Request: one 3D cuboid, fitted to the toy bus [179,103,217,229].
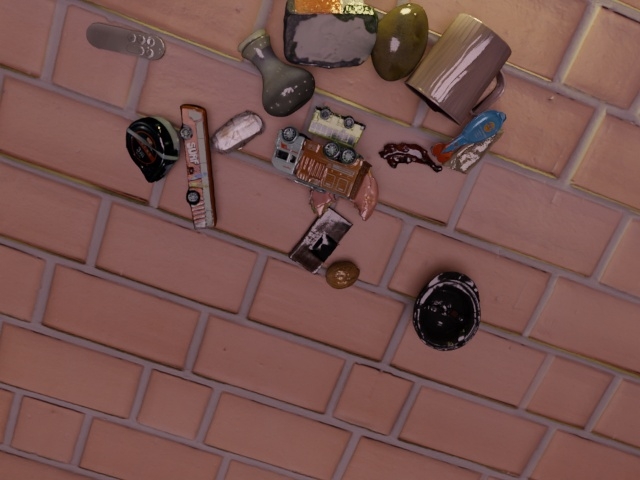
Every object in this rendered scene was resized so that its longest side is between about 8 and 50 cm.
[{"bbox_3d":[-0.405,-0.241,1.871,0.092,0.093,0.409,-4,109,-7],"label":"toy bus"}]

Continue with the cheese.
[{"bbox_3d":[0.472,-0.333,1.805,0.256,0.037,0.106,-30,131,15],"label":"cheese"}]

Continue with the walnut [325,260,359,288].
[{"bbox_3d":[0.078,0.119,1.983,0.124,0.105,0.105,-13,108,-12],"label":"walnut"}]

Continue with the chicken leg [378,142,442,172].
[{"bbox_3d":[0.300,-0.278,1.883,0.218,0.048,0.090,5,111,-2],"label":"chicken leg"}]

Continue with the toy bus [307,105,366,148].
[{"bbox_3d":[0.052,-0.365,1.835,0.174,0.088,0.101,20,108,-4],"label":"toy bus"}]

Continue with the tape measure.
[{"bbox_3d":[-0.536,-0.306,1.823,0.181,0.107,0.182,-33,92,35],"label":"tape measure"}]

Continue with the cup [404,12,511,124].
[{"bbox_3d":[0.442,-0.498,1.732,0.288,0.208,0.273,34,103,-9],"label":"cup"}]

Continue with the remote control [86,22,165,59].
[{"bbox_3d":[-0.611,-0.625,1.784,0.244,0.022,0.077,12,105,-4],"label":"remote control"}]

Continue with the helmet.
[{"bbox_3d":[0.432,0.238,1.989,0.230,0.160,0.279,10,94,-1],"label":"helmet"}]

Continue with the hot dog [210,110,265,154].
[{"bbox_3d":[-0.274,-0.350,1.854,0.192,0.053,0.099,-33,94,3],"label":"hot dog"}]

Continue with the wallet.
[{"bbox_3d":[0.000,0.000,1.973,0.124,0.042,0.230,35,101,-9],"label":"wallet"}]

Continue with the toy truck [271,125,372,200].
[{"bbox_3d":[-0.006,-0.240,1.799,0.305,0.136,0.162,23,95,14],"label":"toy truck"}]

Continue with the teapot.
[{"bbox_3d":[-0.141,-0.516,1.753,0.183,0.183,0.251,-36,92,10],"label":"teapot"}]

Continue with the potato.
[{"bbox_3d":[0.241,-0.601,1.719,0.160,0.178,0.235,31,97,12],"label":"potato"}]

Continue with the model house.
[{"bbox_3d":[0.019,-0.692,1.689,0.271,0.190,0.301,-2,63,-5],"label":"model house"}]

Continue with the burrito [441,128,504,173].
[{"bbox_3d":[0.511,-0.302,1.869,0.087,0.060,0.226,42,104,-7],"label":"burrito"}]

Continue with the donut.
[{"bbox_3d":[0.082,-0.166,1.877,0.232,0.085,0.199,8,86,14],"label":"donut"}]
